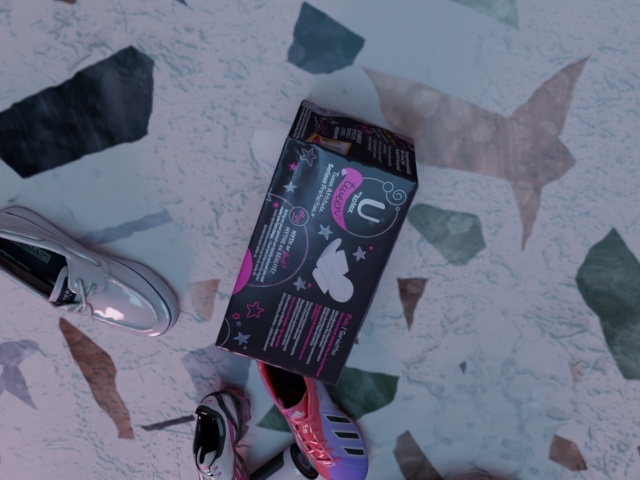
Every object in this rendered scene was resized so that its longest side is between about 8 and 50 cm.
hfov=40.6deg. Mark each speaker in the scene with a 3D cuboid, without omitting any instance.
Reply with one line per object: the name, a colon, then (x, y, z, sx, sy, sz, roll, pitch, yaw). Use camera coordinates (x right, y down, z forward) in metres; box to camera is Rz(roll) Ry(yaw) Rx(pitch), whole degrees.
speaker: (-0.068, 0.321, 1.123, 0.136, 0.055, 0.055, -40, 101, 20)

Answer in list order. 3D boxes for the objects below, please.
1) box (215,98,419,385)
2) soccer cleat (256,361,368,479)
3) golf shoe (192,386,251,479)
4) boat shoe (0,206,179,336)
box: (0.000, 0.000, 0.932, 0.142, 0.163, 0.247, 20, 113, -3)
soccer cleat: (-0.014, 0.212, 1.051, 0.083, 0.095, 0.248, -20, 106, 15)
golf shoe: (-0.132, 0.280, 1.077, 0.067, 0.086, 0.186, 0, 95, 28)
boat shoe: (-0.296, 0.053, 1.037, 0.258, 0.084, 0.095, 25, 112, -1)
